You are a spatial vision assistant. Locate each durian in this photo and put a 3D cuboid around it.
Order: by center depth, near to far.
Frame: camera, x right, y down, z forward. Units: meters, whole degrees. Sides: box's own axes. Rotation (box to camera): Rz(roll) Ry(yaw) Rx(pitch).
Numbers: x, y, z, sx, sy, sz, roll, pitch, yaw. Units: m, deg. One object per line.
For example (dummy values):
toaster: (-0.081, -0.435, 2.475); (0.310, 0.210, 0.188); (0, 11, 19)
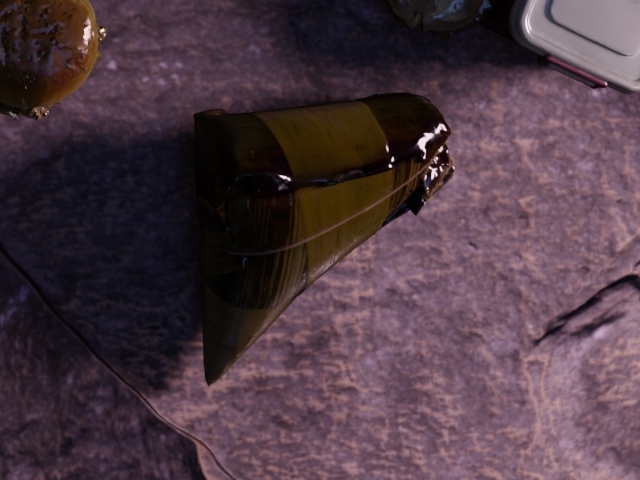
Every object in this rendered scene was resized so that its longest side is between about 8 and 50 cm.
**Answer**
durian: (0.145, -0.314, 1.729); (0.148, 0.091, 0.188); (37, 109, 6)

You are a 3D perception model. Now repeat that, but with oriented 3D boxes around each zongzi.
zongzi: (0.000, 0.000, 1.740); (0.289, 0.154, 0.317); (-8, 122, -20)

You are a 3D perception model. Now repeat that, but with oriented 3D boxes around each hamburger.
hamburger: (-0.310, -0.199, 1.589); (0.185, 0.131, 0.159); (-25, 103, -8)

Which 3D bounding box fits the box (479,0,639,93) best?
box: (0.304, -0.322, 1.744); (0.193, 0.167, 0.294); (22, 93, -22)
